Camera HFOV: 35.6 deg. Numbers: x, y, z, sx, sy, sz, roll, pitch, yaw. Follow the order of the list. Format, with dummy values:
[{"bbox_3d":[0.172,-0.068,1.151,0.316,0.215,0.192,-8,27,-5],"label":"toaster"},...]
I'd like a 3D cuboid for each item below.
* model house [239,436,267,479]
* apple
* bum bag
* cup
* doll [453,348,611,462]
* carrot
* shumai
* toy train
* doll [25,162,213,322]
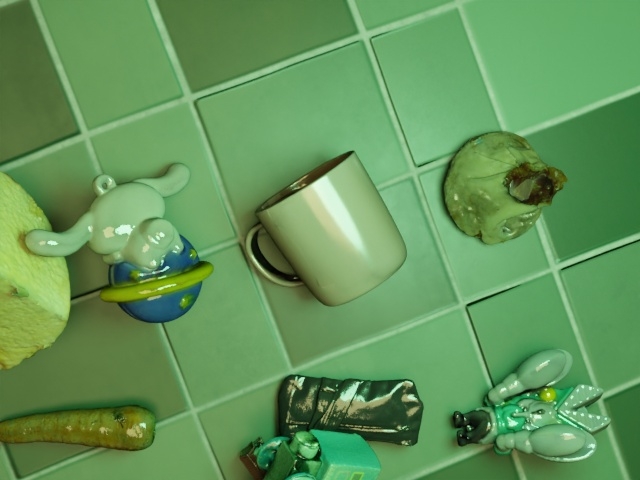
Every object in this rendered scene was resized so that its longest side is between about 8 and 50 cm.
[{"bbox_3d":[-0.094,0.382,1.696,0.057,0.058,0.083,-34,96,-5],"label":"model house"},{"bbox_3d":[-0.572,0.070,1.533,0.309,0.252,0.314,-25,92,21],"label":"apple"},{"bbox_3d":[0.050,0.292,1.712,0.249,0.060,0.123,3,93,-6],"label":"bum bag"},{"bbox_3d":[0.000,0.000,1.645,0.253,0.191,0.200,-28,100,24],"label":"cup"},{"bbox_3d":[0.371,0.310,1.704,0.258,0.153,0.195,-33,68,-9],"label":"doll"},{"bbox_3d":[-0.422,0.312,1.650,0.298,0.078,0.078,-1,92,-3],"label":"carrot"},{"bbox_3d":[0.317,-0.088,1.702,0.201,0.120,0.201,-1,94,-10],"label":"shumai"},{"bbox_3d":[-0.040,0.446,1.646,0.194,0.120,0.298,13,113,-33],"label":"toy train"},{"bbox_3d":[-0.296,0.021,1.559,0.311,0.160,0.242,-13,109,-41],"label":"doll"}]
